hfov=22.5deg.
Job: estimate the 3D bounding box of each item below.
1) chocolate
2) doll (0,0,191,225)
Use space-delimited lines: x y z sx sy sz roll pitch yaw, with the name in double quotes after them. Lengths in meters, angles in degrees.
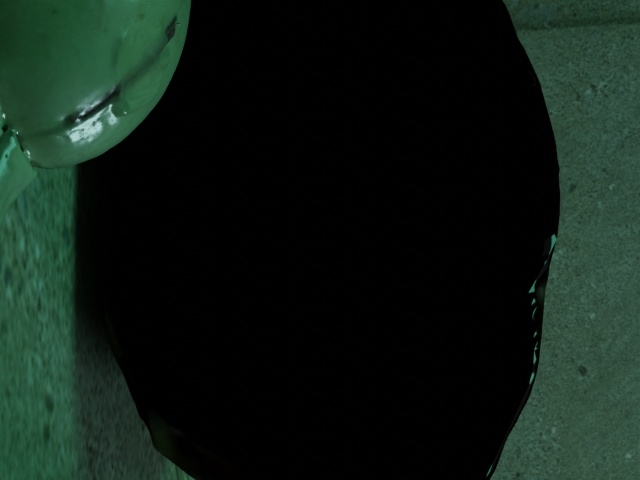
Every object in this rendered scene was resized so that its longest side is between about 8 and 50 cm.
0.000 0.000 0.879 0.210 0.225 0.340 110 -20 -75 "chocolate"
-0.088 -0.128 0.590 0.155 0.113 0.275 82 8 -57 "doll"
